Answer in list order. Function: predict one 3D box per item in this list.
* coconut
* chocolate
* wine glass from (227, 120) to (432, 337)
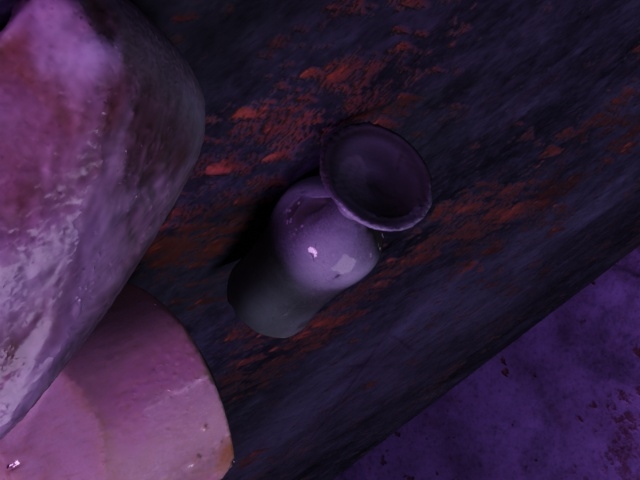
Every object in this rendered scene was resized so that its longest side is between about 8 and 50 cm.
[{"bbox_3d":[-0.174,0.145,1.179,0.241,0.241,0.241,-32,165,-9],"label":"coconut"},{"bbox_3d":[-0.169,0.010,0.819,0.303,0.100,0.185,-53,153,-3],"label":"chocolate"},{"bbox_3d":[0.000,0.000,1.302,0.103,0.103,0.231,-24,165,-36],"label":"wine glass"}]
